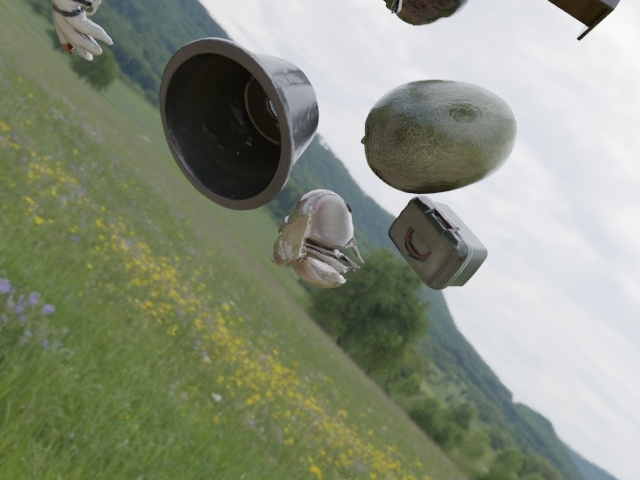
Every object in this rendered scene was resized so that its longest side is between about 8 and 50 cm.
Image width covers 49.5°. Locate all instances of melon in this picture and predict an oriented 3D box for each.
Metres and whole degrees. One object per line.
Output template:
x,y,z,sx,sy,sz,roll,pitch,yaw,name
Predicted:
0.250,-0.221,1.475,0.248,0.330,0.248,-6,90,-90,melon

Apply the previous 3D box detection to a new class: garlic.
0.000,0.000,1.837,0.292,0.210,0.237,11,43,-54,garlic

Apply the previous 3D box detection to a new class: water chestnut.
0.274,-0.688,1.757,0.289,0.244,0.289,19,-25,9,water chestnut

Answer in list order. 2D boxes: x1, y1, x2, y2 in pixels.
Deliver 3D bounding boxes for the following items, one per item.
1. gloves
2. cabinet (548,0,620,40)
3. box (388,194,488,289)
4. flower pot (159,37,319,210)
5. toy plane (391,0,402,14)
-0.470,-0.452,1.345,0.131,0.219,0.140,5,52,-46,gloves
0.447,-0.490,1.171,0.175,0.215,0.148,34,-6,0,cabinet
0.267,0.007,1.592,0.129,0.148,0.210,6,38,-42,box
-0.110,-0.200,1.104,0.269,0.166,0.268,18,-55,29,flower pot
0.145,-0.530,1.364,0.078,0.053,0.197,51,-16,10,toy plane
